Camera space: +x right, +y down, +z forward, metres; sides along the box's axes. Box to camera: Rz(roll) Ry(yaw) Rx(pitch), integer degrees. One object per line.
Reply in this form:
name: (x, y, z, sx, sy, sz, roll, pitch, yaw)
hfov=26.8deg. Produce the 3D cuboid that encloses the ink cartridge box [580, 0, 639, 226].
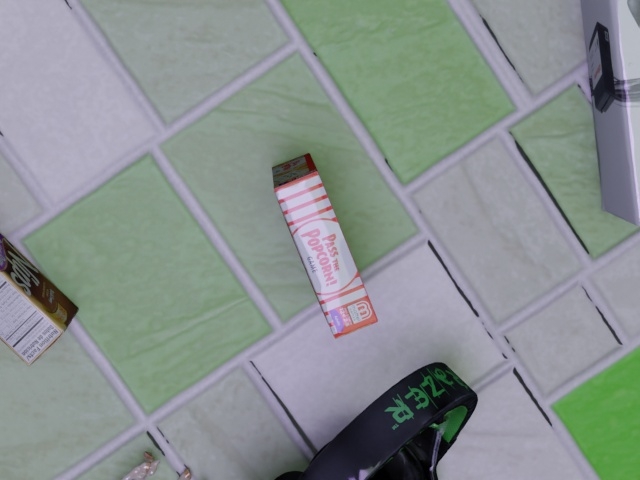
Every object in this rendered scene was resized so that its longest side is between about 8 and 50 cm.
ink cartridge box: (0.378, -0.183, 1.289, 0.223, 0.129, 0.307, -8, 99, -1)

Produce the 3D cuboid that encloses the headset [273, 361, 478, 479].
headset: (0.032, 0.289, 1.296, 0.185, 0.243, 0.394, 45, 126, 17)

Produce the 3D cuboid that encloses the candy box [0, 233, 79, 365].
candy box: (-0.322, 0.029, 1.298, 0.053, 0.109, 0.187, -43, 99, 4)

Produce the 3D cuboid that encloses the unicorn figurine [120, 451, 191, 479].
unicorn figurine: (-0.186, 0.272, 1.364, 0.162, 0.060, 0.111, 30, 95, -6)

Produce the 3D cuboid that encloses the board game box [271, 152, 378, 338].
board game box: (0.000, 0.000, 1.266, 0.045, 0.193, 0.147, -22, 100, 1)
